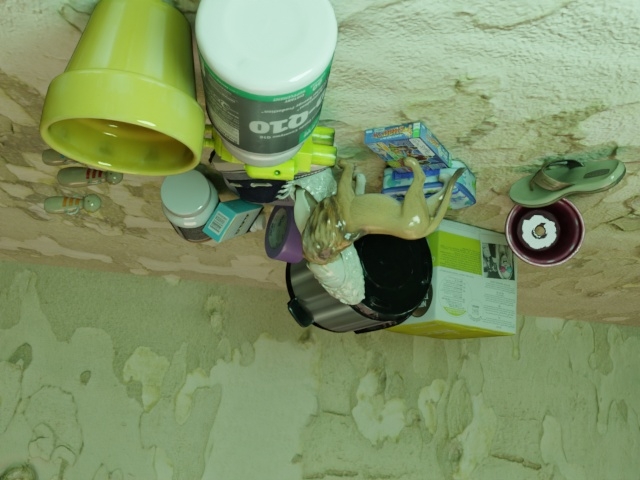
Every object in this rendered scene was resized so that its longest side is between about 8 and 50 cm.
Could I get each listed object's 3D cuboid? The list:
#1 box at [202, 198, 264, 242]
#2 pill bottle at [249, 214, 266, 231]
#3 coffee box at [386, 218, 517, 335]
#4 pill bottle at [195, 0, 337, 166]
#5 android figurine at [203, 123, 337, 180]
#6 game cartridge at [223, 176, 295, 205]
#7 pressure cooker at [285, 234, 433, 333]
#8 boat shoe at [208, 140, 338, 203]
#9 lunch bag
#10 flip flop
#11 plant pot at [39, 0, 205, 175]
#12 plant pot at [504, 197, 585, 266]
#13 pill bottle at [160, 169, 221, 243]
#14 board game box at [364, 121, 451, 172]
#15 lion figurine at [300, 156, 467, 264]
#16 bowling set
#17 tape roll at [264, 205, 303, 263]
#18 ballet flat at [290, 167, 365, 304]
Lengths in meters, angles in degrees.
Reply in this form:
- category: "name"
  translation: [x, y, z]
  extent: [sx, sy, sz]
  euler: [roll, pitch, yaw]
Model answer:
- category: "box"
  translation: [-0.246, -0.064, 1.956]
  extent: [0.060, 0.100, 0.244]
  euler: [36, -166, 6]
- category: "pill bottle"
  translation: [-0.242, -0.061, 2.231]
  extent: [0.120, 0.067, 0.067]
  euler: [2, 165, 14]
- category: "coffee box"
  translation: [0.415, 0.146, 2.274]
  extent: [0.338, 0.334, 0.338]
  euler: [12, 164, -28]
- category: "pill bottle"
  translation: [-0.091, -0.261, 1.116]
  extent: [0.204, 0.204, 0.361]
  euler: [6, 166, -4]
- category: "android figurine"
  translation: [-0.105, -0.202, 1.375]
  extent: [0.273, 0.248, 0.056]
  euler: [4, 125, -7]
- category: "game cartridge"
  translation: [-0.155, -0.162, 1.838]
  extent: [0.196, 0.060, 0.294]
  euler: [0, 165, 6]
- category: "pressure cooker"
  translation: [0.098, 0.096, 2.118]
  extent: [0.370, 0.375, 0.420]
  euler: [10, 161, -28]
- category: "boat shoe"
  translation: [-0.086, -0.167, 1.578]
  extent: [0.341, 0.127, 0.158]
  euler: [6, 147, 34]
- category: "lunch bag"
  translation: [0.273, -0.135, 1.726]
  extent: [0.219, 0.090, 0.176]
  euler: [-4, 160, 29]
- category: "flip flop"
  translation: [0.560, -0.147, 1.572]
  extent: [0.080, 0.112, 0.277]
  euler: [44, 150, -26]
- category: "plant pot"
  translation: [-0.310, -0.259, 1.122]
  extent: [0.254, 0.239, 0.254]
  euler: [5, 167, 1]
- category: "plant pot"
  translation: [0.604, -0.028, 1.859]
  extent: [0.201, 0.201, 0.180]
  euler: [2, 180, 11]
- category: "pill bottle"
  translation: [-0.363, -0.098, 1.931]
  extent: [0.162, 0.162, 0.278]
  euler: [5, 166, -1]
- category: "board game box"
  translation: [0.204, -0.209, 1.560]
  extent: [0.136, 0.035, 0.201]
  euler: [-3, 164, 29]
- category: "lion figurine"
  translation: [0.140, -0.062, 1.581]
  extent: [0.392, 0.240, 0.142]
  euler: [-2, 157, 28]
- category: "bowling set"
  translation: [-0.549, -0.204, 1.575]
  extent: [0.154, 0.287, 0.199]
  euler: [-2, 132, 2]
- category: "tape roll"
  translation: [-0.095, -0.028, 2.058]
  extent: [0.080, 0.189, 0.189]
  euler: [14, 163, -25]
- category: "ballet flat"
  translation: [0.000, 0.000, 1.760]
  extent: [0.147, 0.408, 0.147]
  euler: [-16, -165, 4]
